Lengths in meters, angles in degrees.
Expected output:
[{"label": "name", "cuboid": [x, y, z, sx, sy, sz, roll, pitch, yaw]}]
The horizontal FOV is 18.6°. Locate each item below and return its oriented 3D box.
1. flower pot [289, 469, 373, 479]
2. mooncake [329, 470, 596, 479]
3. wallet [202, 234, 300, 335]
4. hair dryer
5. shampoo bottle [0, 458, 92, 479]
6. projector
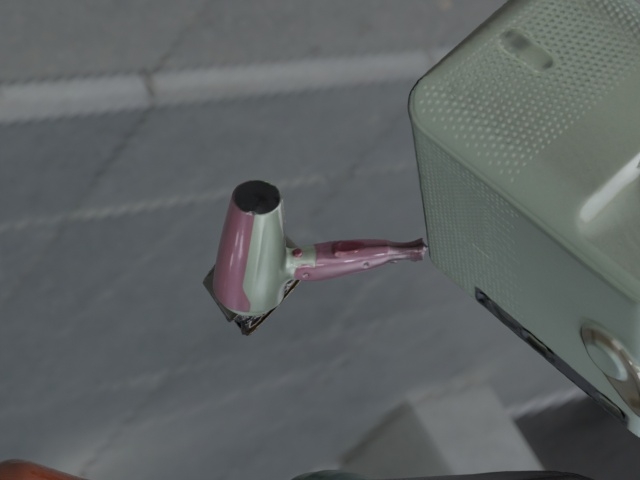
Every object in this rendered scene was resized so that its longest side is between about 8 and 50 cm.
[{"label": "flower pot", "cuboid": [-0.009, 0.317, 1.770, 0.243, 0.157, 0.189, -58, -175, 29]}, {"label": "mooncake", "cuboid": [-0.040, 0.144, 0.595, 0.283, 0.141, 0.283, -5, 176, 0]}, {"label": "wallet", "cuboid": [-0.071, 0.035, 2.109, 0.110, 0.031, 0.198, -48, -162, 1]}, {"label": "hair dryer", "cuboid": [0.002, 0.005, 1.442, 0.154, 0.054, 0.106, 0, 137, -13]}, {"label": "shampoo bottle", "cuboid": [-0.166, 0.185, 1.244, 0.244, 0.085, 0.085, 23, 138, -13]}, {"label": "projector", "cuboid": [0.178, -0.014, 1.107, 0.163, 0.242, 0.177, -40, 151, -15]}]
